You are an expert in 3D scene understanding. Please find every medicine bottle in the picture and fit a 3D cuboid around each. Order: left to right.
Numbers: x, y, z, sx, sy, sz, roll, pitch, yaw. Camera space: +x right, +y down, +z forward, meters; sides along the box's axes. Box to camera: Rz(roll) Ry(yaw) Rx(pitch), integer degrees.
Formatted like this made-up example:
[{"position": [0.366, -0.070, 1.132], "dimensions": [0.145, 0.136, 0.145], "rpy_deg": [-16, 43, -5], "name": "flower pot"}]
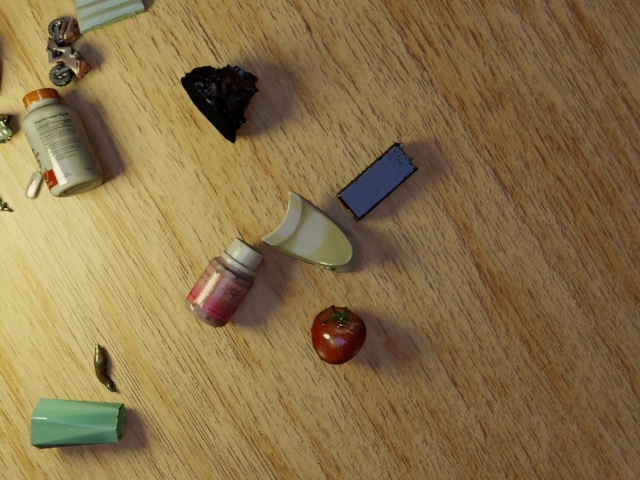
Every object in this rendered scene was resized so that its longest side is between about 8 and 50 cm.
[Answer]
[{"position": [-0.737, -0.279, 1.650], "dimensions": [0.156, 0.157, 0.289], "rpy_deg": [-24, 91, 0], "name": "medicine bottle"}, {"position": [-0.269, 0.118, 1.671], "dimensions": [0.147, 0.147, 0.247], "rpy_deg": [35, 90, -1], "name": "medicine bottle"}]

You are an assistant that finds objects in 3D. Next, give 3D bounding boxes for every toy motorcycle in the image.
[{"position": [-0.725, -0.546, 1.686], "dimensions": [0.118, 0.084, 0.213], "rpy_deg": [-7, 79, 1], "name": "toy motorcycle"}]

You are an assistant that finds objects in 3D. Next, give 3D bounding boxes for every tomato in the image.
[{"position": [0.052, 0.279, 1.680], "dimensions": [0.167, 0.167, 0.167], "rpy_deg": [0, 91, -1], "name": "tomato"}]

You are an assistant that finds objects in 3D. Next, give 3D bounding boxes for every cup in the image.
[{"position": [-0.690, 0.521, 1.682], "dimensions": [0.235, 0.134, 0.148], "rpy_deg": [-2, 94, -5], "name": "cup"}]

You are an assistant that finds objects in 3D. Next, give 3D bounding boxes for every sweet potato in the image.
[{"position": [-0.644, 0.381, 1.722], "dimensions": [0.041, 0.038, 0.153], "rpy_deg": [-16, 93, 22], "name": "sweet potato"}]

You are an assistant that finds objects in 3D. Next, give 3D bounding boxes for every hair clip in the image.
[{"position": [-0.005, -0.003, 1.698], "dimensions": [0.282, 0.113, 0.173], "rpy_deg": [29, 90, 4], "name": "hair clip"}]

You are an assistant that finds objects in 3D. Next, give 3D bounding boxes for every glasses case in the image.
[{"position": [-0.844, -0.162, 1.717], "dimensions": [0.032, 0.021, 0.083], "rpy_deg": [21, 91, -3], "name": "glasses case"}]

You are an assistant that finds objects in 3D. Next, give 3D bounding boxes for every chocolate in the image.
[{"position": [-0.258, -0.426, 1.642], "dimensions": [0.177, 0.206, 0.224], "rpy_deg": [-44, 86, -10], "name": "chocolate"}]

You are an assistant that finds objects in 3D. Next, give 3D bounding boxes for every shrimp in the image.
[{"position": [-0.987, -0.229, 1.691], "dimensions": [0.185, 0.068, 0.287], "rpy_deg": [4, 93, 1], "name": "shrimp"}]

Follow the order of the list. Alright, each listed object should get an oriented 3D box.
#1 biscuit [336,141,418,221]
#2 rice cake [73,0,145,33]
[{"position": [0.168, -0.174, 1.709], "dimensions": [0.252, 0.070, 0.106], "rpy_deg": [-42, 92, 0], "name": "biscuit"}, {"position": [-0.623, -0.715, 1.696], "dimensions": [0.198, 0.037, 0.190], "rpy_deg": [-14, 90, -6], "name": "rice cake"}]
